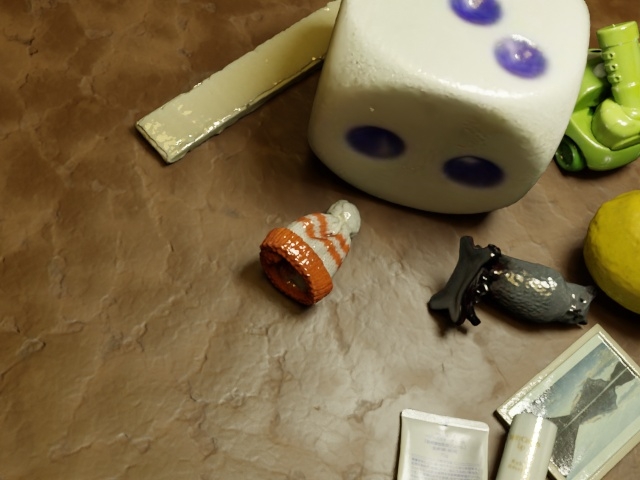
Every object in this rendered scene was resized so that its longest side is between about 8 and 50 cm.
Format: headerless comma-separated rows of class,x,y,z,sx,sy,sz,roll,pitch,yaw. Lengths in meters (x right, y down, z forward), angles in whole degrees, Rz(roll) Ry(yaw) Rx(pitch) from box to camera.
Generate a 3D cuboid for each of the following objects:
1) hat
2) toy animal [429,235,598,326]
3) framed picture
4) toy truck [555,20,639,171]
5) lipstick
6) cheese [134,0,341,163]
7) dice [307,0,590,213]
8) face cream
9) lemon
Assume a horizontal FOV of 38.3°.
hat,0.000,0.000,1.211,0.162,0.094,0.112,-44,104,-31
toy animal,0.262,0.067,1.239,0.210,0.121,0.117,15,17,-20
framed picture,0.346,0.220,1.199,0.203,0.015,0.150,-34,73,-22
toy truck,0.411,-0.198,1.319,0.148,0.210,0.187,-17,86,-17
lipstick,0.223,0.335,1.091,0.059,0.059,0.264,21,67,1
cheese,-0.087,-0.242,1.343,0.400,0.034,0.085,-35,77,-23
dice,0.159,-0.218,1.219,0.304,0.304,0.276,15,63,-2
face cream,0.146,0.312,1.106,0.114,0.070,0.224,11,51,-4
lemon,0.452,0.022,1.226,0.207,0.170,0.170,32,64,5
